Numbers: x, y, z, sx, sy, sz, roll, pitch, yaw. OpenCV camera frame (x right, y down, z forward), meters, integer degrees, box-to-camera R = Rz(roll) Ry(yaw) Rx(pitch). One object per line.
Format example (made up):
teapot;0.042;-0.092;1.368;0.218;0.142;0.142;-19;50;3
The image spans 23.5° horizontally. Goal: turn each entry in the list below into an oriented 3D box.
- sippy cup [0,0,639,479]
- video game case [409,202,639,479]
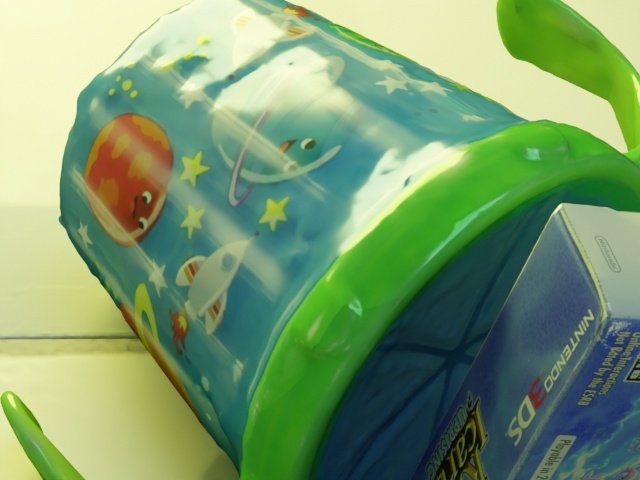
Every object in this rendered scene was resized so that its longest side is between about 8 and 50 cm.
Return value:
sippy cup;0.000;0.000;0.733;0.305;0.240;0.224;-14;45;-44
video game case;0.165;0.105;0.656;0.244;0.269;0.061;2;45;-22
